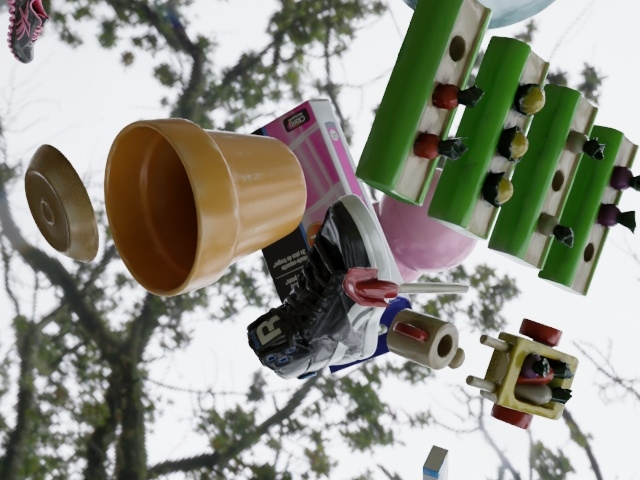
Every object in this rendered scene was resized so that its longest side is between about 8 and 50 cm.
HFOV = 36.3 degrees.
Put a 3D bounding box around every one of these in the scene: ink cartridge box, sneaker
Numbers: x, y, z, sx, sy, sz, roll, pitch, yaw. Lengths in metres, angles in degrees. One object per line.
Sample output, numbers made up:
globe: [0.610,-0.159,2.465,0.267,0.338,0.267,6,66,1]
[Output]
ink cartridge box: [0.181,0.367,1.533,0.028,0.083,0.048,14,-137,22]
sneaker: [-0.419,-0.311,1.411,0.057,0.119,0.047,10,-153,9]
ink cartridge box: [0.000,0.000,1.398,0.176,0.370,0.069,-25,176,33]
sneaker: [-0.008,0.058,0.869,0.121,0.216,0.079,-21,-127,-16]

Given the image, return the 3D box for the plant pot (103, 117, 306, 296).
plant pot: [-0.128,-0.051,1.179,0.188,0.205,0.205,-13,-158,-40]

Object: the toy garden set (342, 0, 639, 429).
toy garden set: [0.110,0.001,0.558,0.049,0.244,0.203,18,-94,42]

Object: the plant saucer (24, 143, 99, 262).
plant saucer: [-0.173,-0.022,0.641,0.015,0.083,0.083,-25,-150,-34]

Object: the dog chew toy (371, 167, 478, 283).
dog chew toy: [0.149,-0.002,1.920,0.332,0.207,0.206,-32,-149,32]

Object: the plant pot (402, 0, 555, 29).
plant pot: [0.127,-0.318,0.805,0.272,0.255,0.271,-4,-114,9]
